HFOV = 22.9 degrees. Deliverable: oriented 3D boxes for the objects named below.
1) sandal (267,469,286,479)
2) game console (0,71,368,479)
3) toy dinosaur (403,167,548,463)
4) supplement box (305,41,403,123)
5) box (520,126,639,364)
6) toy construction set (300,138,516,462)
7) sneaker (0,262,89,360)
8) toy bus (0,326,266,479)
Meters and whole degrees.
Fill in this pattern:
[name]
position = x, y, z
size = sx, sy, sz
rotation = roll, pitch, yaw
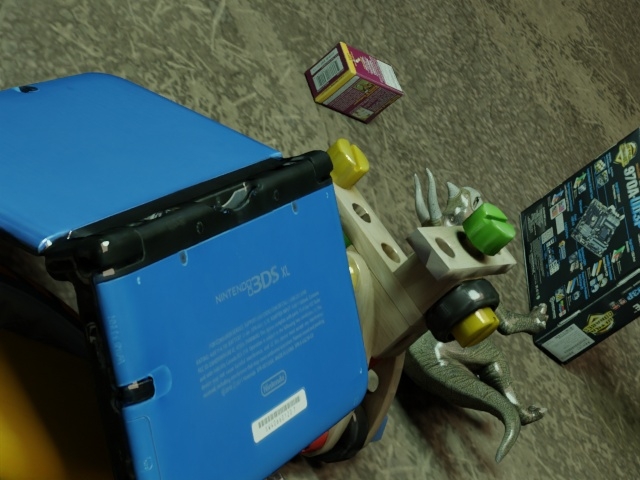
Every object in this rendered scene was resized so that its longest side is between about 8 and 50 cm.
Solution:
[sandal]
position = -0.075, 0.156, 1.093
size = 0.097, 0.054, 0.254
rotation = -29, 92, -22
[game console]
position = -0.116, 0.023, 0.959
size = 0.293, 0.173, 0.250
rotation = -27, 108, -62
[toy dinosaur]
position = 0.119, 0.093, 1.417
size = 0.160, 0.121, 0.313
rotation = 28, 39, -15
[supplement box]
position = 0.035, -0.160, 1.609
size = 0.083, 0.055, 0.043
rotation = 19, 42, -45
[box]
position = 0.298, 0.003, 1.675
size = 0.051, 0.175, 0.220
rotation = 37, 31, -25
[toy construction set]
position = 0.000, 0.000, 1.192
size = 0.309, 0.237, 0.257
rotation = 24, 39, -39
[sneaker]
position = -0.261, -0.018, 0.960
size = 0.321, 0.125, 0.180
rotation = 32, 35, -31
[toy bus]
position = -0.193, 0.123, 0.891
size = 0.333, 0.130, 0.108
rotation = 26, 38, -38
